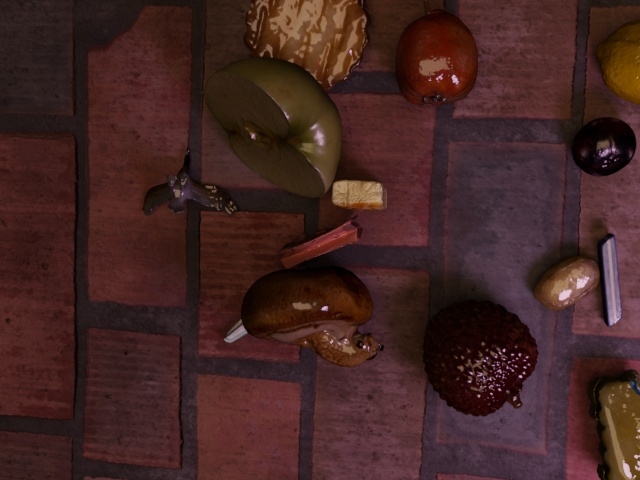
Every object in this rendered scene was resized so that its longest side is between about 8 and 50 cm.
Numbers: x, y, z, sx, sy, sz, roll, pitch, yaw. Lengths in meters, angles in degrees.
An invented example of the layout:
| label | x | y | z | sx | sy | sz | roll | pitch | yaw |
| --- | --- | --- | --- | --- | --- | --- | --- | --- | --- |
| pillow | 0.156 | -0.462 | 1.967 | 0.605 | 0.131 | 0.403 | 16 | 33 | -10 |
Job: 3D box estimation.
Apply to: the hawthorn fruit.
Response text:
| label | x | y | z | sx | sy | sz | roll | pitch | yaw |
| --- | --- | --- | --- | --- | --- | --- | --- | --- | --- |
| hawthorn fruit | 0.279 | -0.463 | 1.824 | 0.211 | 0.210 | 0.262 | -3 | 86 | 10 |

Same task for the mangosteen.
| label | x | y | z | sx | sy | sz | roll | pitch | yaw |
| --- | --- | --- | --- | --- | --- | --- | --- | --- | --- |
| mangosteen | 0.676 | -0.231 | 1.809 | 0.153 | 0.152 | 0.152 | 1 | 94 | 10 |

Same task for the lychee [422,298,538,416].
| label | x | y | z | sx | sy | sz | roll | pitch | yaw |
| --- | --- | --- | --- | --- | --- | --- | --- | --- | --- |
| lychee | 0.386 | 0.287 | 1.835 | 0.276 | 0.276 | 0.304 | -45 | 61 | 10 |

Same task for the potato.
| label | x | y | z | sx | sy | sz | roll | pitch | yaw |
| --- | --- | --- | --- | --- | --- | --- | --- | --- | --- |
| potato | 0.614 | 0.104 | 1.868 | 0.170 | 0.080 | 0.107 | -40 | 79 | 7 |

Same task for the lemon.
| label | x | y | z | sx | sy | sz | roll | pitch | yaw |
| --- | --- | --- | --- | --- | --- | --- | --- | --- | --- |
| lemon | 0.772 | -0.415 | 1.743 | 0.260 | 0.204 | 0.204 | 12 | 96 | 17 |

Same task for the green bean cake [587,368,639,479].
| label | x | y | z | sx | sy | sz | roll | pitch | yaw |
| --- | --- | --- | --- | --- | --- | --- | --- | --- | --- |
| green bean cake | 0.815 | 0.453 | 1.814 | 0.310 | 0.202 | 0.284 | -4 | 82 | 9 |

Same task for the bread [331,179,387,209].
| label | x | y | z | sx | sy | sz | roll | pitch | yaw |
| --- | --- | --- | --- | --- | --- | --- | --- | --- | --- |
| bread | 0.102 | -0.110 | 1.889 | 0.126 | 0.188 | 0.068 | 4 | 90 | 8 |

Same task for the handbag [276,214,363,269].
| label | x | y | z | sx | sy | sz | roll | pitch | yaw |
| --- | --- | --- | --- | --- | --- | --- | --- | --- | --- |
| handbag | 0.000 | 0.000 | 1.929 | 0.213 | 0.157 | 0.059 | -22 | 98 | 11 |

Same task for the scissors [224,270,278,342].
| label | x | y | z | sx | sy | sz | roll | pitch | yaw |
| --- | --- | --- | --- | --- | --- | --- | --- | --- | --- |
| scissors | -0.158 | 0.195 | 2.035 | 0.256 | 0.030 | 0.125 | -39 | 90 | 9 |

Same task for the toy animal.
| label | x | y | z | sx | sy | sz | roll | pitch | yaw |
| --- | --- | --- | --- | --- | --- | --- | --- | --- | --- |
| toy animal | -0.355 | -0.153 | 1.996 | 0.273 | 0.160 | 0.197 | 4 | 93 | 3 |

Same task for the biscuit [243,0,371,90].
| label | x | y | z | sx | sy | sz | roll | pitch | yaw |
| --- | --- | --- | --- | --- | --- | --- | --- | --- | --- |
| biscuit | -0.030 | -0.538 | 1.921 | 0.326 | 0.107 | 0.325 | 2 | 98 | 11 |

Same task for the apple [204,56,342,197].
| label | x | y | z | sx | sy | sz | roll | pitch | yaw |
| --- | --- | --- | --- | --- | --- | --- | --- | --- | --- |
| apple | -0.124 | -0.278 | 1.832 | 0.360 | 0.312 | 0.319 | 20 | 104 | 51 |

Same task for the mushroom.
| label | x | y | z | sx | sy | sz | roll | pitch | yaw |
| --- | --- | --- | --- | --- | --- | --- | --- | --- | --- |
| mushroom | -0.022 | 0.195 | 1.863 | 0.346 | 0.345 | 0.259 | -13 | 74 | 11 |

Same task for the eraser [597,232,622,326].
| label | x | y | z | sx | sy | sz | roll | pitch | yaw |
| --- | --- | --- | --- | --- | --- | --- | --- | --- | --- |
| eraser | 0.710 | 0.096 | 1.850 | 0.036 | 0.082 | 0.224 | -6 | 93 | 12 |
